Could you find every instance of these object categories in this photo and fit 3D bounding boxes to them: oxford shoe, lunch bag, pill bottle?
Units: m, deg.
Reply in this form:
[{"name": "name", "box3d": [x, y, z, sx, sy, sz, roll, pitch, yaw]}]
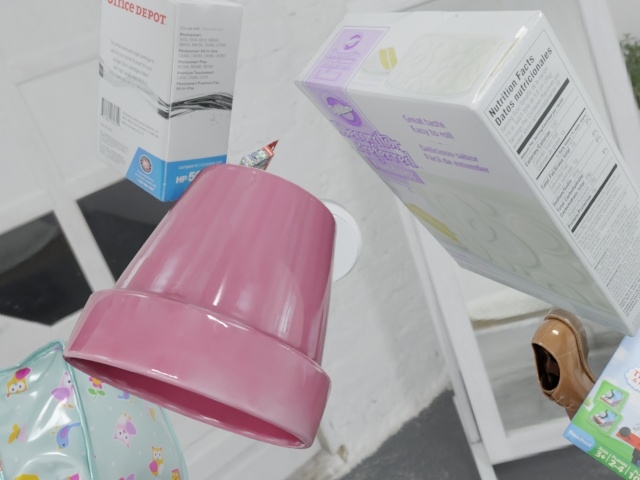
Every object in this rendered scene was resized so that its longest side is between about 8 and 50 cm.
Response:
[{"name": "oxford shoe", "box3d": [0.325, 0.195, 0.921, 0.076, 0.212, 0.076, -37, 21, -26]}, {"name": "lunch bag", "box3d": [-0.275, 0.269, 0.838, 0.160, 0.262, 0.223, -25, -16, 6]}, {"name": "pill bottle", "box3d": [0.000, 0.000, 1.317, 0.153, 0.153, 0.265, -19, 7, 2]}]

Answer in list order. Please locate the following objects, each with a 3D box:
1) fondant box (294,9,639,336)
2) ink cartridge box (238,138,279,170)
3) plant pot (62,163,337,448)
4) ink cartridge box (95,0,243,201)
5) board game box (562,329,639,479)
[{"name": "fondant box", "box3d": [0.159, -0.063, 0.654, 0.096, 0.330, 0.238, -52, 36, -9]}, {"name": "ink cartridge box", "box3d": [-0.129, -0.169, 1.484, 0.115, 0.029, 0.063, -34, -12, -37]}, {"name": "plant pot", "box3d": [-0.073, 0.048, 0.559, 0.201, 0.201, 0.180, -1, 60, 41]}, {"name": "ink cartridge box", "box3d": [-0.166, -0.164, 0.738, 0.086, 0.203, 0.148, -12, 33, -42]}, {"name": "board game box", "box3d": [0.404, 0.186, 0.798, 0.160, 0.211, 0.039, 33, 18, 26]}]
